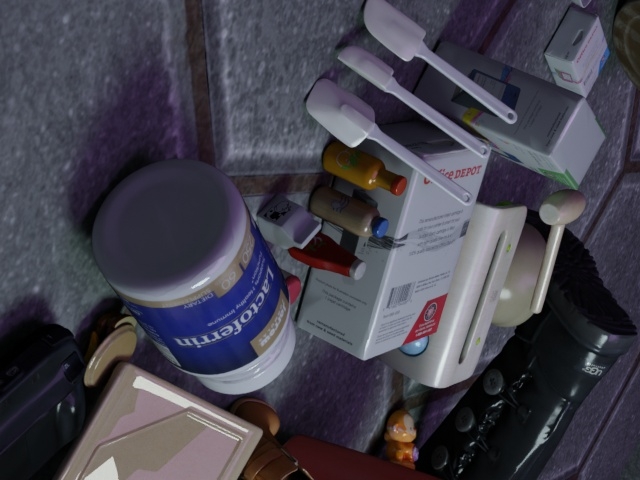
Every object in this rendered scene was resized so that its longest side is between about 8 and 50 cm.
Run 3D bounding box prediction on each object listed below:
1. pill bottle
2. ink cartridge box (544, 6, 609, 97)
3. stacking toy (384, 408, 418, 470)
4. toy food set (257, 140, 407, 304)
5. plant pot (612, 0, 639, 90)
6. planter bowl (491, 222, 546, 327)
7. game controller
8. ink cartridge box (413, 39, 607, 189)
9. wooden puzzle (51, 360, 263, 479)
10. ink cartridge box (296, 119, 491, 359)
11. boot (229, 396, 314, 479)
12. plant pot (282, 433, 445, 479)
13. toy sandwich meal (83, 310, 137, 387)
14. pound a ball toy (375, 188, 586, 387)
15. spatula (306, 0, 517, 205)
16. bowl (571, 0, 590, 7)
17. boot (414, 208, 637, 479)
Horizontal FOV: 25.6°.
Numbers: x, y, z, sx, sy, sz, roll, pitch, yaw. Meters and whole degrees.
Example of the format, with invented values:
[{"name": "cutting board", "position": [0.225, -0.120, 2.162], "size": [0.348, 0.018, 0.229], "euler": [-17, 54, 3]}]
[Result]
[{"name": "pill bottle", "position": [-0.116, 0.047, 1.426], "size": [0.153, 0.153, 0.265], "euler": [-55, 152, -18]}, {"name": "ink cartridge box", "position": [0.395, -0.288, 2.168], "size": [0.088, 0.052, 0.122], "euler": [-60, 154, -10]}, {"name": "stacking toy", "position": [0.117, 0.407, 2.146], "size": [0.175, 0.165, 0.302], "euler": [31, 62, -59]}, {"name": "toy food set", "position": [0.000, 0.000, 1.645], "size": [0.232, 0.104, 0.111], "euler": [-48, 148, -30]}, {"name": "plant pot", "position": [0.647, -0.362, 2.324], "size": [0.280, 0.323, 0.323], "euler": [-32, 141, -23]}, {"name": "planter bowl", "position": [0.244, 0.043, 2.086], "size": [0.109, 0.162, 0.162], "euler": [10, 105, -36]}, {"name": "game controller", "position": [-0.333, 0.215, 1.300], "size": [0.319, 0.067, 0.166], "euler": [-44, 161, -35]}, {"name": "ink cartridge box", "position": [0.246, -0.163, 1.833], "size": [0.093, 0.212, 0.154], "euler": [-60, 154, -1]}, {"name": "wooden puzzle", "position": [-0.192, 0.260, 1.509], "size": [0.238, 0.044, 0.221], "euler": [34, 84, -44]}, {"name": "ink cartridge box", "position": [0.095, -0.008, 1.799], "size": [0.197, 0.114, 0.273], "euler": [-13, 124, -56]}, {"name": "boot", "position": [-0.064, 0.256, 1.693], "size": [0.197, 0.152, 0.073], "euler": [-2, 114, -60]}, {"name": "plant pot", "position": [0.032, 0.394, 1.846], "size": [0.275, 0.243, 0.275], "euler": [-57, 164, -27]}, {"name": "toy sandwich meal", "position": [-0.219, 0.111, 1.437], "size": [0.085, 0.029, 0.085], "euler": [-48, 160, -24]}, {"name": "pound a ball toy", "position": [0.208, 0.050, 1.946], "size": [0.135, 0.208, 0.319], "euler": [-9, 121, -54]}, {"name": "spatula", "position": [0.112, -0.155, 1.651], "size": [0.242, 0.019, 0.168], "euler": [34, 74, -21]}, {"name": "bowl", "position": [0.381, -0.426, 2.026], "size": [0.142, 0.053, 0.142], "euler": [-55, 152, -16]}, {"name": "boot", "position": [0.280, 0.214, 2.217], "size": [0.146, 0.367, 0.445], "euler": [16, 118, -21]}]
